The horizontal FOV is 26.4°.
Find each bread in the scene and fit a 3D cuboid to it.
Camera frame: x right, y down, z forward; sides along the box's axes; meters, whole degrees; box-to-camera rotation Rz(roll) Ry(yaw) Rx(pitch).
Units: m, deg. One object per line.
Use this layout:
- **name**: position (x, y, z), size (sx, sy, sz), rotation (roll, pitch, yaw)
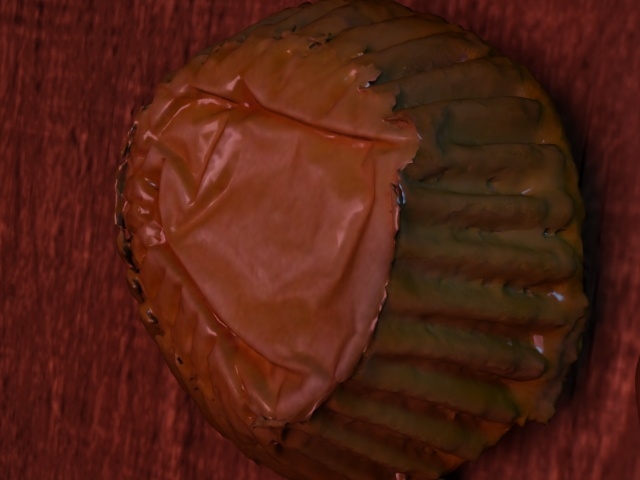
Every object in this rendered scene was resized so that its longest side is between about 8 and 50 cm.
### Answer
- **bread**: position (0.001, 0.000, 0.623), size (0.240, 0.139, 0.240), rotation (-6, 81, 41)

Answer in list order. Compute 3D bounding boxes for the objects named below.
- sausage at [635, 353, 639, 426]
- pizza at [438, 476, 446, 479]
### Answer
- **sausage**: position (0.220, -0.018, 0.453), size (0.121, 0.121, 0.304), rotation (46, 115, 32)
- **pizza**: position (0.043, 0.155, 0.652), size (0.083, 0.025, 0.078), rotation (-37, 61, 40)
